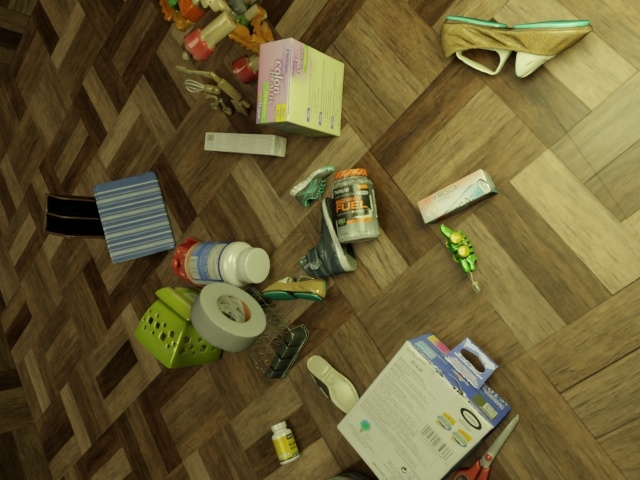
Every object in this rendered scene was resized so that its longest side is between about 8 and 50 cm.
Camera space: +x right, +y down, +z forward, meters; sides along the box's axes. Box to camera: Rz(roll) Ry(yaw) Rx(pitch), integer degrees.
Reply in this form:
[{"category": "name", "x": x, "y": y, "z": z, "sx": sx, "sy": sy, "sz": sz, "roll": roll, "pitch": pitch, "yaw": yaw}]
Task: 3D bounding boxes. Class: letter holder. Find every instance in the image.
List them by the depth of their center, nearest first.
[{"category": "letter holder", "x": -0.888, "y": -0.090, "z": 1.950, "sx": 0.214, "sy": 0.302, "sz": 0.152, "roll": 11, "pitch": 96, "yaw": 35}]

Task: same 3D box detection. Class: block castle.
[{"category": "block castle", "x": -0.340, "y": -0.743, "z": 1.553, "sx": 0.213, "sy": 0.303, "sz": 0.453, "roll": -26, "pitch": 76, "yaw": 27}]

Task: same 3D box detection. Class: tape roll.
[{"category": "tape roll", "x": -0.274, "y": 0.227, "z": 1.475, "sx": 0.219, "sy": 0.219, "sz": 0.072, "roll": 49, "pitch": 117, "yaw": 25}]

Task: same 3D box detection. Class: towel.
[{"category": "towel", "x": -0.720, "y": -0.092, "z": 1.908, "sx": 0.040, "sy": 0.243, "sz": 0.336, "roll": 116, "pitch": 136, "yaw": -73}]

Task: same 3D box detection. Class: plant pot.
[{"category": "plant pot", "x": -0.461, "y": 0.284, "z": 1.699, "sx": 0.228, "sy": 0.227, "sz": 0.207, "roll": 30, "pitch": 101, "yaw": 32}]

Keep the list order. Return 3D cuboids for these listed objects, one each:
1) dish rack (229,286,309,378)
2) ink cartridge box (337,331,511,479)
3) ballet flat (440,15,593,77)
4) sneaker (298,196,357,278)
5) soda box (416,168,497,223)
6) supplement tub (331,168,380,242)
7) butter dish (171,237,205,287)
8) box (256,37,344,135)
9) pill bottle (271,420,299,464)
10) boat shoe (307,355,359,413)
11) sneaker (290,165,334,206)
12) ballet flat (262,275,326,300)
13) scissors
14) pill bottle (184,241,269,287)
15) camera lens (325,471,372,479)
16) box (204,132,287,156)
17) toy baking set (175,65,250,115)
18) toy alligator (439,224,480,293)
[{"category": "dish rack", "x": -0.181, "y": 0.290, "z": 1.586, "sx": 0.271, "sy": 0.074, "sz": 0.208, "roll": 42, "pitch": 112, "yaw": 30}, {"category": "ink cartridge box", "x": 0.263, "y": 0.418, "z": 1.213, "sx": 0.270, "sy": 0.151, "sz": 0.395, "roll": 45, "pitch": 116, "yaw": 26}, {"category": "ballet flat", "x": 0.427, "y": -0.441, "z": 1.126, "sx": 0.342, "sy": 0.116, "sz": 0.124, "roll": 20, "pitch": 122, "yaw": 35}, {"category": "sneaker", "x": -0.001, "y": 0.001, "z": 1.441, "sx": 0.163, "sy": 0.086, "sz": 0.226, "roll": -21, "pitch": 79, "yaw": 32}, {"category": "soda box", "x": 0.334, "y": -0.105, "z": 1.216, "sx": 0.183, "sy": 0.058, "sz": 0.063, "roll": -29, "pitch": 74, "yaw": 33}, {"category": "supplement tub", "x": 0.094, "y": -0.093, "z": 1.353, "sx": 0.117, "sy": 0.117, "sz": 0.190, "roll": -12, "pitch": 83, "yaw": 35}, {"category": "butter dish", "x": -0.479, "y": 0.080, "z": 1.769, "sx": 0.160, "sy": 0.118, "sz": 0.159, "roll": 18, "pitch": 100, "yaw": 35}, {"category": "box", "x": -0.052, "y": -0.413, "z": 1.380, "sx": 0.117, "sy": 0.243, "sz": 0.213, "roll": 6, "pitch": 94, "yaw": 36}, {"category": "pill bottle", "x": -0.113, "y": 0.629, "z": 1.539, "sx": 0.065, "sy": 0.065, "sz": 0.116, "roll": -32, "pitch": 73, "yaw": 32}, {"category": "boat shoe", "x": 0.039, "y": 0.426, "z": 1.445, "sx": 0.206, "sy": 0.075, "sz": 0.065, "roll": 45, "pitch": 158, "yaw": 21}, {"category": "sneaker", "x": -0.012, "y": -0.160, "z": 1.475, "sx": 0.166, "sy": 0.065, "sz": 0.076, "roll": -35, "pitch": 87, "yaw": 34}, {"category": "ballet flat", "x": -0.077, "y": 0.146, "z": 1.518, "sx": 0.232, "sy": 0.080, "sz": 0.073, "roll": -2, "pitch": 61, "yaw": 33}, {"category": "scissors", "x": 0.391, "y": 0.534, "z": 1.200, "sx": 0.109, "sy": 0.021, "sz": 0.297, "roll": 20, "pitch": 104, "yaw": 36}, {"category": "pill bottle", "x": -0.303, "y": 0.078, "z": 1.621, "sx": 0.272, "sy": 0.152, "sz": 0.152, "roll": -1, "pitch": 90, "yaw": 35}, {"category": "camera lens", "x": 0.033, "y": 0.764, "z": 1.305, "sx": 0.219, "sy": 0.274, "sz": 0.219, "roll": 0, "pitch": 90, "yaw": 36}, {"category": "box", "x": -0.255, "y": -0.319, "z": 1.637, "sx": 0.324, "sy": 0.063, "sz": 0.067, "roll": 10, "pitch": 97, "yaw": 36}, {"category": "toy baking set", "x": -0.349, "y": -0.483, "z": 1.610, "sx": 0.197, "sy": 0.256, "sz": 0.030, "roll": 2, "pitch": 62, "yaw": 47}, {"category": "toy alligator", "x": 0.357, "y": 0.036, "z": 1.207, "sx": 0.051, "sy": 0.056, "sz": 0.189, "roll": -24, "pitch": 72, "yaw": -8}]
